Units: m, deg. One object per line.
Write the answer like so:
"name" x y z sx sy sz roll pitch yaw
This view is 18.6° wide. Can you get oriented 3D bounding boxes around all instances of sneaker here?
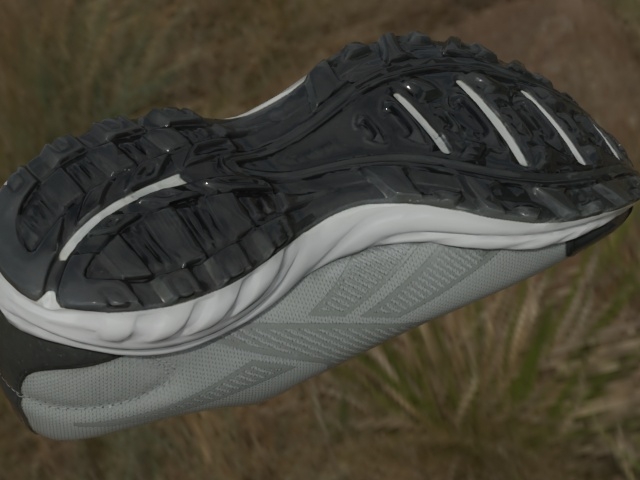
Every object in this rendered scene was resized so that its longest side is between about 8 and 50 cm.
"sneaker" 0.000 0.000 0.716 0.271 0.108 0.100 -15 53 -29
